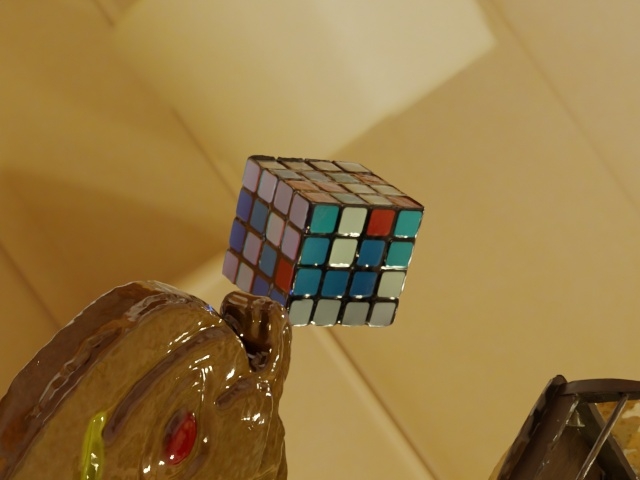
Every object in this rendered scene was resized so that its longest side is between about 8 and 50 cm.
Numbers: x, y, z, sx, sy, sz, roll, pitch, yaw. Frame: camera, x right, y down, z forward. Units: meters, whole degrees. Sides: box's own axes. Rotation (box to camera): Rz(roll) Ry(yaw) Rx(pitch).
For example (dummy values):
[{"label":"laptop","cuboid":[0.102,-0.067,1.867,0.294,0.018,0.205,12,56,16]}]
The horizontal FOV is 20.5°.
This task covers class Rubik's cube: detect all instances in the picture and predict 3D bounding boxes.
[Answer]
[{"label":"Rubik's cube","cuboid":[0.000,0.000,1.998,0.154,0.151,0.155,4,-159,-33]}]

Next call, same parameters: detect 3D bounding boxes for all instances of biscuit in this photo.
[{"label":"biscuit","cuboid":[-0.126,0.192,1.362,0.350,0.070,0.394,-54,149,-13]}]

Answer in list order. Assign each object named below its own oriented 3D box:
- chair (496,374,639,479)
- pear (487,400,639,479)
[{"label":"chair","cuboid":[0.193,0.229,1.511,0.319,0.160,0.186,-10,-149,43]},{"label":"pear","cuboid":[0.293,0.284,1.794,0.271,0.271,0.271,-35,-178,2]}]
